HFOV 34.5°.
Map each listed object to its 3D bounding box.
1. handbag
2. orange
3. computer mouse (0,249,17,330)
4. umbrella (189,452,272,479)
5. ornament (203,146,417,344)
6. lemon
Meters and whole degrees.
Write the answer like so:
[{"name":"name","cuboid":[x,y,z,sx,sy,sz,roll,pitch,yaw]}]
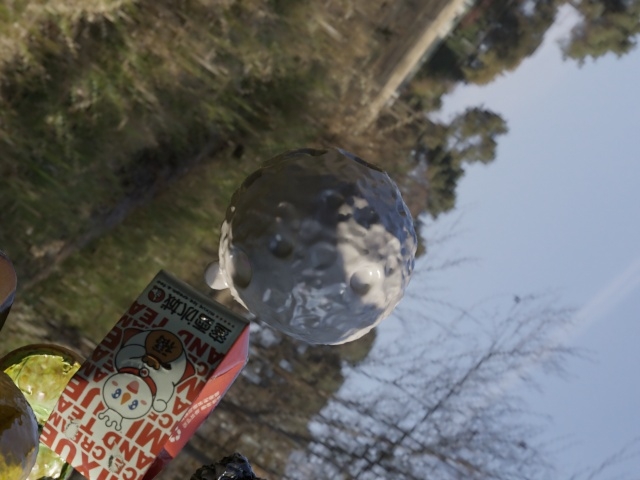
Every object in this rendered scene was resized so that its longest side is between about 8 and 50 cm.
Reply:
[{"name":"handbag","cuboid":[-0.238,0.209,1.436,0.298,0.171,0.151,-54,167,-29]},{"name":"orange","cuboid":[-0.592,0.369,2.107,0.335,0.262,0.196,-61,-168,-6]},{"name":"computer mouse","cuboid":[-0.373,0.102,0.901,0.158,0.072,0.310,-19,163,-48]},{"name":"umbrella","cuboid":[-0.117,0.523,1.709,0.154,0.337,0.128,-16,169,-2]},{"name":"ornament","cuboid":[0.000,0.000,1.723,0.337,0.337,0.337,-53,-173,9]},{"name":"lemon","cuboid":[-0.546,0.308,1.546,0.233,0.233,0.288,-50,177,29]}]
